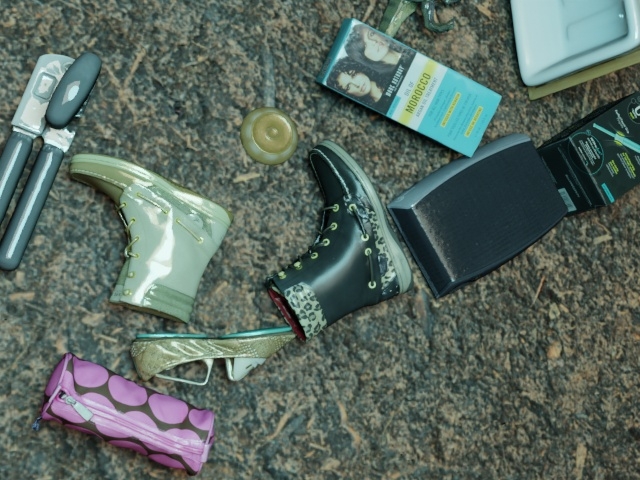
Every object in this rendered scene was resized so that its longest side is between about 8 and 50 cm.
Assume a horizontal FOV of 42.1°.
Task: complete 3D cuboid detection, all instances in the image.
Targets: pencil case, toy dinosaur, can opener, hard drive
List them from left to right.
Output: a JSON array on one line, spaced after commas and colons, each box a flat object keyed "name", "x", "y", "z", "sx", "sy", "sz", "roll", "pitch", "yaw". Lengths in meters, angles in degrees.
[{"name": "can opener", "x": -0.347, "y": -0.103, "z": 0.996, "sx": 0.074, "sy": 0.093, "sz": 0.280, "roll": 22, "pitch": 80, "yaw": -16}, {"name": "pencil case", "x": -0.223, "y": 0.210, "z": 0.983, "sx": 0.209, "sy": 0.098, "sz": 0.095, "roll": 24, "pitch": 74, "yaw": -16}, {"name": "toy dinosaur", "x": 0.150, "y": -0.363, "z": 1.229, "sx": 0.118, "sy": 0.064, "sz": 0.268, "roll": 23, "pitch": 78, "yaw": -5}, {"name": "hard drive", "x": 0.239, "y": -0.044, "z": 1.212, "sx": 0.255, "sy": 0.054, "sz": 0.172, "roll": -29, "pitch": 92, "yaw": -21}]

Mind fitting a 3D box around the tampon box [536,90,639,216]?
[{"name": "tampon box", "x": 0.430, "y": -0.131, "z": 1.269, "sx": 0.161, "sy": 0.101, "sz": 0.120, "roll": -31, "pitch": 94, "yaw": -22}]

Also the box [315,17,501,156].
[{"name": "box", "x": 0.125, "y": -0.215, "z": 1.176, "sx": 0.244, "sy": 0.060, "sz": 0.100, "roll": 23, "pitch": 99, "yaw": -15}]

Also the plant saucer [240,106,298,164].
[{"name": "plant saucer", "x": -0.068, "y": -0.145, "z": 1.138, "sx": 0.083, "sy": 0.015, "sz": 0.083, "roll": 3, "pitch": 81, "yaw": -19}]

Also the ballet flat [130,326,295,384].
[{"name": "ballet flat", "x": -0.132, "y": 0.146, "z": 1.043, "sx": 0.206, "sy": 0.073, "sz": 0.067, "roll": -3, "pitch": 82, "yaw": -11}]

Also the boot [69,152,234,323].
[{"name": "boot", "x": -0.232, "y": -0.002, "z": 1.027, "sx": 0.213, "sy": 0.077, "sz": 0.165, "roll": 25, "pitch": 77, "yaw": -15}]

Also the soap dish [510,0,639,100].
[{"name": "soap dish", "x": 0.397, "y": -0.377, "z": 1.239, "sx": 0.118, "sy": 0.229, "sz": 0.290, "roll": -2, "pitch": 82, "yaw": -37}]

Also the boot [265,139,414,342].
[{"name": "boot", "x": 0.001, "y": 0.001, "z": 1.104, "sx": 0.179, "sy": 0.085, "sz": 0.236, "roll": -29, "pitch": 93, "yaw": -19}]
